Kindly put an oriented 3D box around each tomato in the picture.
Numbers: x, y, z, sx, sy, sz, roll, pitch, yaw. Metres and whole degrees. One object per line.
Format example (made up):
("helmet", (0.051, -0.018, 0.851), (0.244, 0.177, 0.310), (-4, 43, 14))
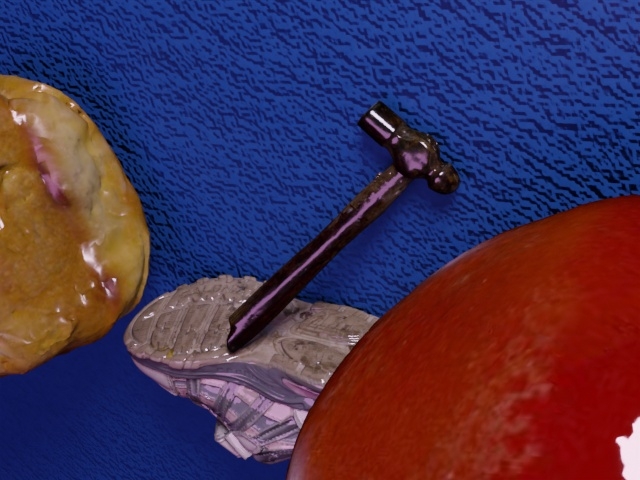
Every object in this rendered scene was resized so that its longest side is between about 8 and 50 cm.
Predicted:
("tomato", (0.146, 0.148, 0.615), (0.293, 0.290, 0.325), (-12, 117, 45))

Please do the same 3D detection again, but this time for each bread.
("bread", (-0.270, 0.011, 0.908), (0.344, 0.149, 0.195), (-14, 101, 41))

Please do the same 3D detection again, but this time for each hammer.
("hammer", (0.000, 0.000, 0.760), (0.065, 0.021, 0.178), (46, 115, 3))

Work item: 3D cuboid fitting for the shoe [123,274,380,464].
("shoe", (-0.033, 0.086, 0.842), (0.180, 0.089, 0.092), (10, 128, 20))
